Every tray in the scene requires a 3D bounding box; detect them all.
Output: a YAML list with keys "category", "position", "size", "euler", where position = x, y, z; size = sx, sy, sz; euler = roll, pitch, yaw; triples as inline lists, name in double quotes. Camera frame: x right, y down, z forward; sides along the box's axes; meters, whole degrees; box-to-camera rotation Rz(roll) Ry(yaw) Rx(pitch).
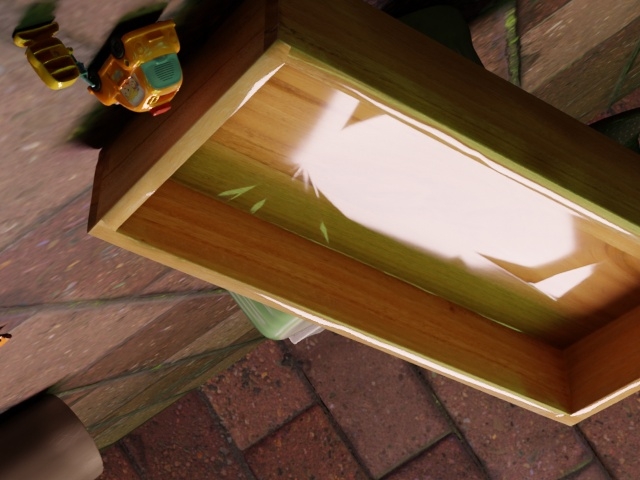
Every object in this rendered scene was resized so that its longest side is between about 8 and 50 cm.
- category: "tray"
  position: [0.084, -0.008, 0.799]
  size: [0.411, 0.076, 0.203]
  euler: [24, 137, -28]

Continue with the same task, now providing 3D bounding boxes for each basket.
- category: "basket"
  position: [-0.401, 0.307, 1.570]
  size: [0.227, 0.154, 0.204]
  euler: [-35, 177, -28]

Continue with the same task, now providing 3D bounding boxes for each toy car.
- category: "toy car"
  position: [-0.109, -0.075, 0.607]
  size: [0.060, 0.040, 0.122]
  euler: [-37, 173, 31]

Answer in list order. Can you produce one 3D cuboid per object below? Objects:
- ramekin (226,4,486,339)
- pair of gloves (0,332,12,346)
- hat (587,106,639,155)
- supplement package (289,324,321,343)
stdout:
- category: "ramekin"
  position: [0.031, -0.046, 1.043]
  size: [0.303, 0.148, 0.303]
  euler: [-33, 174, -4]
- category: "pair of gloves"
  position: [-0.314, 0.105, 1.080]
  size: [0.074, 0.010, 0.083]
  euler: [-36, 171, 30]
- category: "hat"
  position: [0.197, 0.008, 1.014]
  size: [0.331, 0.134, 0.331]
  euler: [-33, 173, -4]
- category: "supplement package"
  position: [0.042, -0.001, 1.509]
  size: [0.244, 0.134, 0.139]
  euler: [-35, 174, 11]
